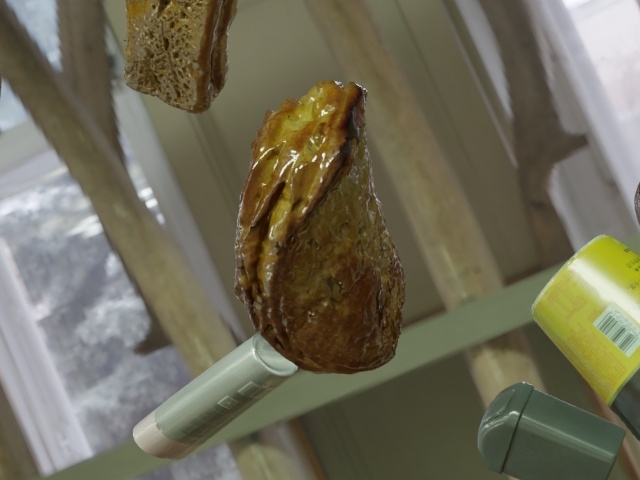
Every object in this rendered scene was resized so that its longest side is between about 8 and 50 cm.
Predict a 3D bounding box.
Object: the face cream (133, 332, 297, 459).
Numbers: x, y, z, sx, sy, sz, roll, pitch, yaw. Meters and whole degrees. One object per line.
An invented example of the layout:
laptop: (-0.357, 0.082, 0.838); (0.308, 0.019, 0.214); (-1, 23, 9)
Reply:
face cream: (-0.153, 0.231, 1.871); (0.107, 0.073, 0.269); (22, -49, -39)

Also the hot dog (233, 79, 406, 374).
hot dog: (-0.003, -0.002, 1.052); (0.114, 0.259, 0.175); (2, 45, 15)

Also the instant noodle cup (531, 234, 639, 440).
instant noodle cup: (0.400, 0.121, 1.636); (0.215, 0.236, 0.215); (-39, -20, -18)

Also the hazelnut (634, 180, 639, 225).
hazelnut: (0.610, -0.061, 2.049); (0.208, 0.208, 0.208); (-24, -4, -2)

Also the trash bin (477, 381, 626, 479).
trash bin: (0.392, 0.351, 2.240); (0.176, 0.236, 0.101); (99, -162, -44)

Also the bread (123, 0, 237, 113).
bread: (-0.224, -0.361, 2.017); (0.109, 0.185, 0.380); (-59, -8, -33)

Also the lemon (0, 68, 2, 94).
lemon: (-0.677, -0.259, 2.105); (0.364, 0.364, 0.364); (-24, -4, -2)
